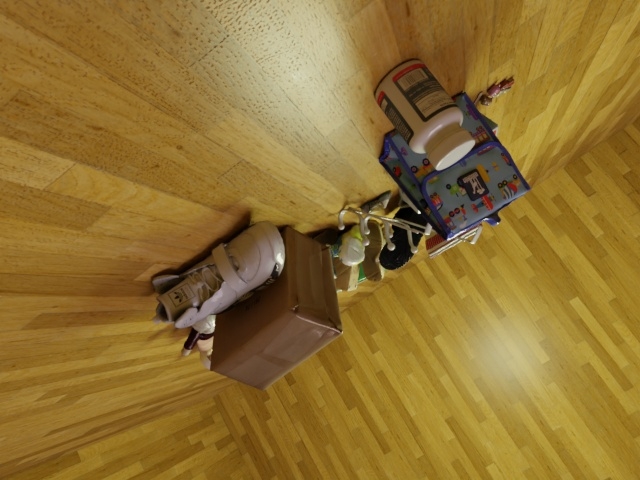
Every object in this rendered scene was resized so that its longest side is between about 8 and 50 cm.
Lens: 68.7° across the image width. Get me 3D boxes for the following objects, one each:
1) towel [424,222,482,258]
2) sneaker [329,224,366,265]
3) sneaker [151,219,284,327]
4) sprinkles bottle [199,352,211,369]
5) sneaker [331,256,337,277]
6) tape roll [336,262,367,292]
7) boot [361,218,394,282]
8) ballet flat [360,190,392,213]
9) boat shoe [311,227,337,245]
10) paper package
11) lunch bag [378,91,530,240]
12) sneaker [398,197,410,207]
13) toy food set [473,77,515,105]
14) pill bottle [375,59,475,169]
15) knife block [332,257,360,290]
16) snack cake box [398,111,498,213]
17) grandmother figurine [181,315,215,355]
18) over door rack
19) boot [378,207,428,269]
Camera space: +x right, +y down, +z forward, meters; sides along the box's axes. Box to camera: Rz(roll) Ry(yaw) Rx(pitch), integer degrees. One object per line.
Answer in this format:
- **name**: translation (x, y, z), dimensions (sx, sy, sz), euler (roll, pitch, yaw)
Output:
- **towel**: translation (0.524, -0.068, 1.883), dimensions (0.237, 0.037, 0.329), euler (-34, -161, 24)
- **sneaker**: translation (0.073, 0.035, 1.491), dimensions (0.126, 0.091, 0.240), euler (-29, -171, 24)
- **sneaker**: translation (-0.239, 0.092, 1.056), dimensions (0.210, 0.137, 0.366), euler (-19, 164, -47)
- **sprinkles bottle**: translation (-0.325, 0.374, 1.806), dimensions (0.355, 0.121, 0.121), euler (-41, 162, 30)
- **sneaker**: translation (-0.032, 0.079, 1.543), dimensions (0.122, 0.110, 0.283), euler (-20, 163, 14)
- **tape roll**: translation (0.116, 0.155, 1.959), dimensions (0.322, 0.077, 0.321), euler (-22, 172, -3)
- **boot**: translation (0.213, -0.006, 1.694), dimensions (0.203, 0.095, 0.261), euler (-57, 144, -44)
- **ballet flat**: translation (0.178, -0.109, 1.430), dimensions (0.114, 0.041, 0.041), euler (-29, 165, -12)
- **boat shoe**: translation (0.000, 0.000, 1.416), dimensions (0.049, 0.056, 0.152), euler (-11, -173, 34)
- **paper package**: translation (-0.118, 0.174, 1.214), dimensions (0.168, 0.309, 0.325), euler (31, 122, -29)
- **lunch bag**: translation (0.310, -0.150, 1.076), dimensions (0.221, 0.293, 0.138), euler (-30, 165, -8)
- **sneaker**: translation (0.302, -0.153, 1.477), dimensions (0.084, 0.069, 0.185), euler (-33, 165, -17)
- **toy food set**: translation (0.440, -0.368, 1.166), dimensions (0.122, 0.019, 0.078), euler (-29, 165, -12)
- **pill bottle**: translation (0.188, -0.219, 0.837), dimensions (0.108, 0.180, 0.108), euler (-29, 165, -9)
- **knife block**: translation (0.019, 0.097, 1.724), dimensions (0.088, 0.242, 0.275), euler (3, 97, -66)
- **snack cake box**: translation (0.333, -0.207, 1.242), dimensions (0.264, 0.089, 0.152), euler (-33, 146, -6)
- **grandmother figurine**: translation (-0.368, 0.282, 1.503), dimensions (0.207, 0.104, 0.342), euler (-55, 174, -28)
- **over door rack**: translation (0.237, -0.022, 1.303), dimensions (0.240, 0.108, 0.324), euler (8, 180, -42)
- **boot**: translation (0.278, -0.020, 1.589), dimensions (0.246, 0.094, 0.207), euler (-56, -176, 5)
